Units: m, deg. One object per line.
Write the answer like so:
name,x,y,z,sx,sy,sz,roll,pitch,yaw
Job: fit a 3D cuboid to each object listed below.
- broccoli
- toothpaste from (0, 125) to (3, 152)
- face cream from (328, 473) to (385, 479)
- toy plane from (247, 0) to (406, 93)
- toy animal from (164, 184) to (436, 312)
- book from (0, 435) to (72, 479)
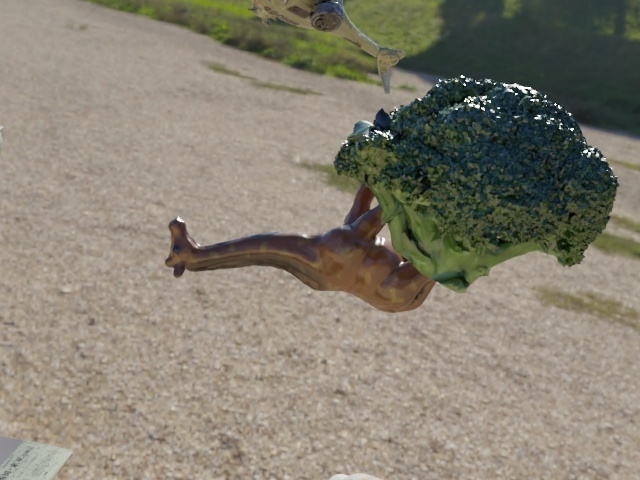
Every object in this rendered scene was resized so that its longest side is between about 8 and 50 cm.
broccoli,0.111,-0.042,0.596,0.195,0.156,0.195,26,19,-10
toothpaste,-0.287,0.002,0.680,0.040,0.196,0.047,3,12,-16
face cream,0.084,0.377,1.154,0.082,0.082,0.269,4,-8,-25
toy plane,0.008,-0.260,0.960,0.108,0.092,0.286,-21,-30,41
toy animal,0.000,0.000,0.766,0.224,0.229,0.066,44,-2,-7
book,-0.512,0.363,1.332,0.182,0.014,0.127,8,23,10
